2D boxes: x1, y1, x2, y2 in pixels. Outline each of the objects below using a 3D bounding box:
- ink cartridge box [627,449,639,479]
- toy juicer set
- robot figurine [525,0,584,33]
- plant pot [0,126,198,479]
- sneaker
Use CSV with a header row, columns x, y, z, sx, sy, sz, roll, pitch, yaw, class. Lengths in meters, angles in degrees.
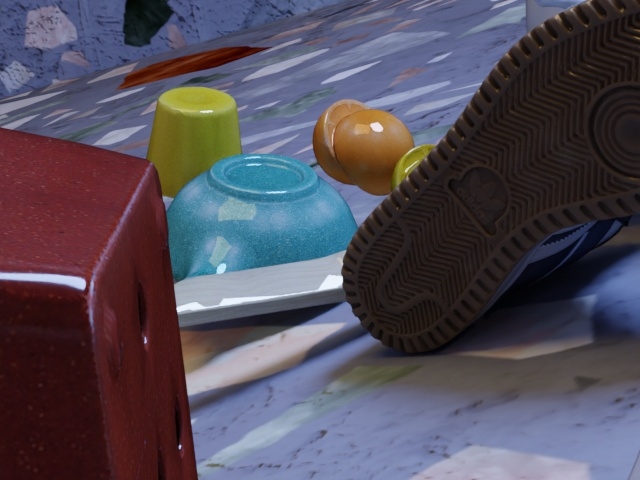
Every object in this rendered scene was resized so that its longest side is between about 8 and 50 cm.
x,y,z,sx,sy,sz,roll,pitch,yaw,class
0.181,0.054,0.376,0.303,0.072,0.307,-18,40,55,ink cartridge box
0.000,0.000,1.097,0.209,0.089,0.329,1,24,-8,toy juicer set
0.249,-0.151,1.070,0.300,0.200,0.353,26,32,21,robot figurine
-0.162,0.086,0.564,0.235,0.267,0.267,-6,13,2,plant pot
0.137,-0.054,0.891,0.153,0.099,0.282,-29,-8,-46,sneaker
